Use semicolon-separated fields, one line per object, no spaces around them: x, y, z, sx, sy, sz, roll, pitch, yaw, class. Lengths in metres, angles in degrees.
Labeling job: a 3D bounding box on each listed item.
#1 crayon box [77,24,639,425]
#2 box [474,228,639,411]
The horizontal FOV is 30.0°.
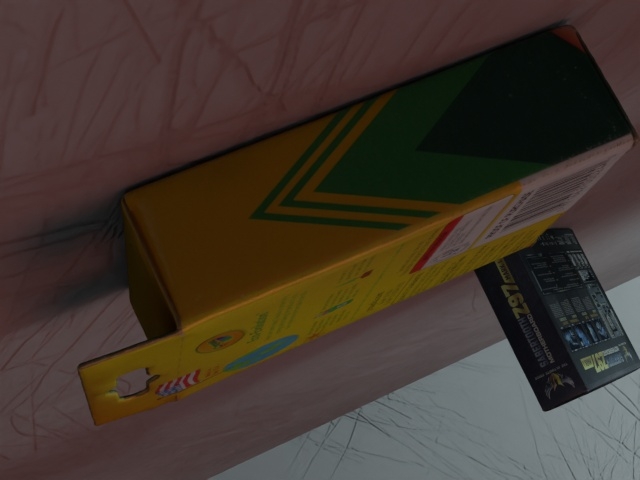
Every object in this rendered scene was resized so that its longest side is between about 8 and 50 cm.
0.000;0.000;0.698;0.319;0.081;0.202;-23;167;-15;crayon box
0.259;0.079;1.303;0.059;0.183;0.233;-32;167;26;box
